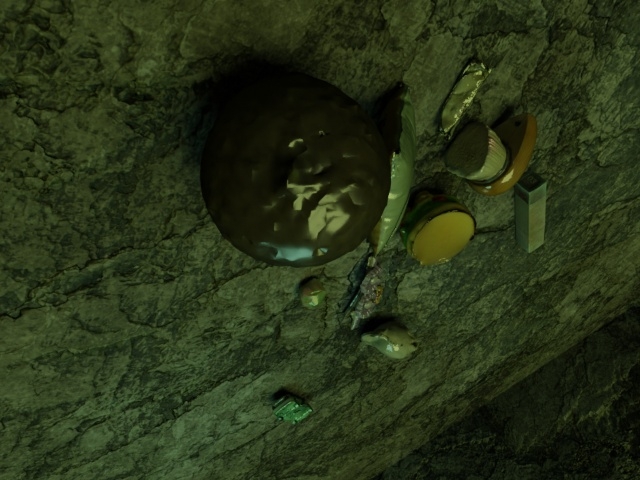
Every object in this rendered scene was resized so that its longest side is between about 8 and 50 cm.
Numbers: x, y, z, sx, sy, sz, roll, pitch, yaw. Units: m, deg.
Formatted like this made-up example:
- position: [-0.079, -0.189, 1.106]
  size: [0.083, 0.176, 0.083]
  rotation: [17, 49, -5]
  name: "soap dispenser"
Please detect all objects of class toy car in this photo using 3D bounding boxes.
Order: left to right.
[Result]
- position: [-0.106, 0.618, 2.180]
  size: [0.090, 0.076, 0.224]
  rotation: [-39, 150, 1]
  name: "toy car"

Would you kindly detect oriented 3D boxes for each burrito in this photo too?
- position: [0.367, -0.365, 1.544]
  size: [0.063, 0.058, 0.229]
  rotation: [-4, 134, -41]
  name: "burrito"

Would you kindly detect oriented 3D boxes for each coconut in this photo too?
- position: [-0.025, 0.161, 1.767]
  size: [0.082, 0.081, 0.083]
  rotation: [-31, 153, 14]
  name: "coconut"

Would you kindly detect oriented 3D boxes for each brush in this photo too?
- position: [0.491, -0.266, 1.663]
  size: [0.166, 0.174, 0.267]
  rotation: [30, 101, -40]
  name: "brush"

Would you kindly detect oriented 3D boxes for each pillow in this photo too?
- position: [0.168, -0.173, 1.429]
  size: [0.119, 0.310, 0.312]
  rotation: [6, 134, 3]
  name: "pillow"

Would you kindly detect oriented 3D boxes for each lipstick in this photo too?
- position: [0.744, -0.094, 2.095]
  size: [0.076, 0.080, 0.371]
  rotation: [-33, 143, -6]
  name: "lipstick"

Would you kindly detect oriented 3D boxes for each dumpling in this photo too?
- position: [0.242, 0.365, 2.154]
  size: [0.247, 0.142, 0.172]
  rotation: [26, 143, -35]
  name: "dumpling"

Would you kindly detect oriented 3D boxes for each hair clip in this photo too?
- position: [0.143, 0.163, 1.911]
  size: [0.106, 0.084, 0.292]
  rotation: [-23, 139, -45]
  name: "hair clip"

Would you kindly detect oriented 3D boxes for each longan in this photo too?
- position: [-0.045, -0.139, 1.190]
  size: [0.391, 0.391, 0.391]
  rotation: [-21, 140, -19]
  name: "longan"

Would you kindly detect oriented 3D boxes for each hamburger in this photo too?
- position: [0.340, -0.046, 1.779]
  size: [0.237, 0.149, 0.237]
  rotation: [-14, 133, -16]
  name: "hamburger"

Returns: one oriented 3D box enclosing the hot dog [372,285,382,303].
- position: [0.185, 0.194, 1.997]
  size: [0.030, 0.034, 0.090]
  rotation: [6, 127, -40]
  name: "hot dog"
